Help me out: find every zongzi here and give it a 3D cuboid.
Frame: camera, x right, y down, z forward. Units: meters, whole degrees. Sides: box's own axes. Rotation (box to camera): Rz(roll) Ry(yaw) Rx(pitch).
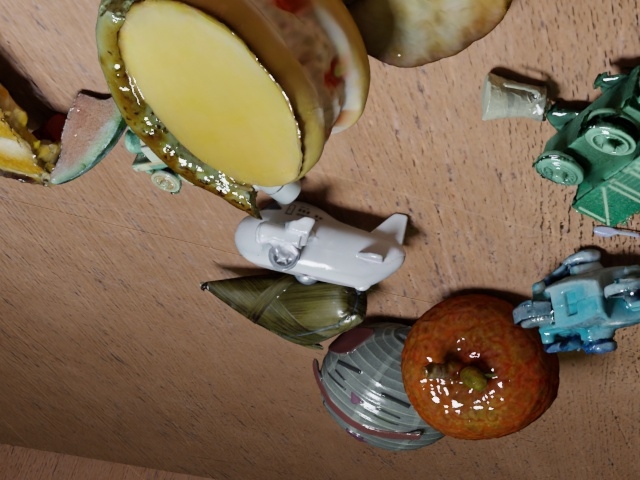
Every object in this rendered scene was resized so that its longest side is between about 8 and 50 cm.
[{"bbox_3d":[-0.057,0.089,2.227,0.242,0.112,0.221,25,155,-18],"label":"zongzi"}]

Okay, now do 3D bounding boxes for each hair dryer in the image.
[{"bbox_3d":[-0.101,-0.090,1.963,0.137,0.047,0.082,-2,150,47],"label":"hair dryer"}]

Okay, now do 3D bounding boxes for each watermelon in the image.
[{"bbox_3d":[-0.327,-0.141,1.904,0.080,0.155,0.101,24,178,6],"label":"watermelon"}]

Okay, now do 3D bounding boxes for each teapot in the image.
[{"bbox_3d":[0.236,-0.170,1.591,0.083,0.057,0.067,8,158,-2],"label":"teapot"}]

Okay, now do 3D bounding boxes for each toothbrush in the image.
[{"bbox_3d":[0.477,-0.001,1.851,0.193,0.013,0.019,8,161,16],"label":"toothbrush"}]

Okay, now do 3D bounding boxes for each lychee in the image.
[{"bbox_3d":[0.254,0.202,2.142,0.255,0.255,0.300,3,167,25],"label":"lychee"}]

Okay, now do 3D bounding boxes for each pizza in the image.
[{"bbox_3d":[-0.589,-0.236,1.860,0.391,0.080,0.435,8,146,24],"label":"pizza"}]

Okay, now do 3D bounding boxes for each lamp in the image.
[{"bbox_3d":[0.123,0.250,2.339,0.265,0.233,0.233,25,158,13],"label":"lamp"}]

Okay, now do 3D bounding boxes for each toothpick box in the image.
[{"bbox_3d":[-0.399,-0.156,1.983,0.047,0.047,0.083,28,151,-26],"label":"toothpick box"}]

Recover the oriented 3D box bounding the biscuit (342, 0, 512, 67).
[{"bbox_3d":[0.128,-0.272,1.445,0.154,0.045,0.299,26,152,-20],"label":"biscuit"}]

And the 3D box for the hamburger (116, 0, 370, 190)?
[{"bbox_3d":[-0.081,-0.205,1.504,0.302,0.186,0.261,-12,119,53],"label":"hamburger"}]

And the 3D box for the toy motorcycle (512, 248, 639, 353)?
[{"bbox_3d":[0.419,0.090,1.942,0.206,0.154,0.260,5,163,-42],"label":"toy motorcycle"}]

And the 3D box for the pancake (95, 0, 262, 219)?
[{"bbox_3d":[-0.173,-0.165,1.731,0.197,0.054,0.376,-19,127,34],"label":"pancake"}]

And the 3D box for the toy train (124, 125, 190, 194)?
[{"bbox_3d":[-0.193,-0.135,1.880,0.194,0.081,0.125,-7,139,37],"label":"toy train"}]

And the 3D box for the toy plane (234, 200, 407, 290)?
[{"bbox_3d":[-0.001,0.005,2.008,0.266,0.123,0.267,9,172,1],"label":"toy plane"}]

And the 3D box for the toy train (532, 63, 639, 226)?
[{"bbox_3d":[0.355,-0.113,1.568,0.154,0.115,0.269,26,153,-11],"label":"toy train"}]
